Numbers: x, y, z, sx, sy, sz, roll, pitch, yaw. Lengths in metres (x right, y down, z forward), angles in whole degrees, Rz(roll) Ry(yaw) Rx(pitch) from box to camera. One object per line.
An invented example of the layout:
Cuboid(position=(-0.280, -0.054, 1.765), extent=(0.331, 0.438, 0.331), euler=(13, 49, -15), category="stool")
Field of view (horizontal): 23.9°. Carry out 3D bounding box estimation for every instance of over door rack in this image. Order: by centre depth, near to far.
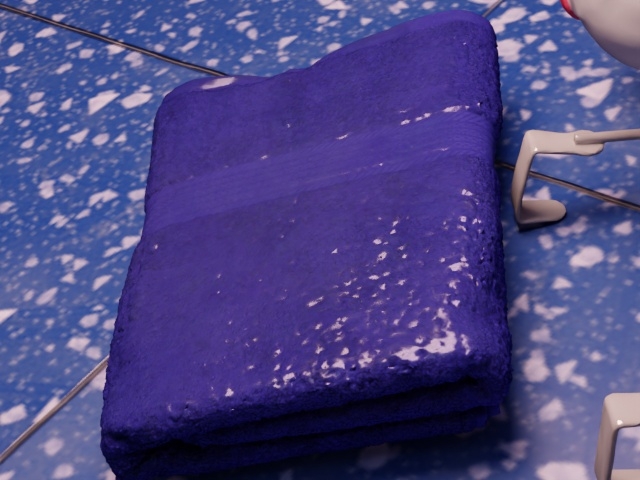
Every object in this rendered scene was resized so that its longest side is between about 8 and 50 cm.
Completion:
Cuboid(position=(0.266, -0.017, 0.752), extent=(0.324, 0.108, 0.240), euler=(-13, 38, 6), category="over door rack")

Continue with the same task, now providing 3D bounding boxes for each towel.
Cuboid(position=(0.000, 0.000, 0.867), extent=(0.227, 0.076, 0.308), euler=(-14, 39, 16), category="towel")

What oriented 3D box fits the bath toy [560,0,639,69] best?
Cuboid(position=(0.211, -0.189, 0.885), extent=(0.151, 0.129, 0.348), euler=(-40, 1, 32), category="bath toy")
